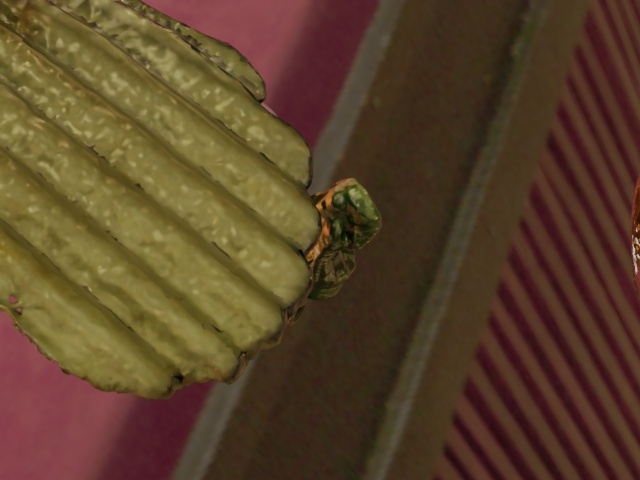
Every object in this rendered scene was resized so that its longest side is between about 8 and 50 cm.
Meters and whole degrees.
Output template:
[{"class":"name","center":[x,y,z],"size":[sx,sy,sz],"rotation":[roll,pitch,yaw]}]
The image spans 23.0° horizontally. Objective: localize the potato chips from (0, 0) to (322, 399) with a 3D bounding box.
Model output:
[{"class":"potato chips","center":[-0.180,-0.067,1.355],"size":[0.429,0.070,0.358],"rotation":[39,54,6]}]

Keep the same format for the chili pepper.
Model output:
[{"class":"chili pepper","center":[0.005,0.003,1.534],"size":[0.074,0.257,0.100],"rotation":[-7,73,-9]}]

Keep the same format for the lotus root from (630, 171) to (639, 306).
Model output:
[{"class":"lotus root","center":[0.327,0.015,1.265],"size":[0.188,0.180,0.199],"rotation":[-2,48,-17]}]

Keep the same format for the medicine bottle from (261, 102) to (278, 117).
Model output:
[{"class":"medicine bottle","center":[-0.138,-0.090,1.768],"size":[0.152,0.254,0.152],"rotation":[2,98,14]}]
